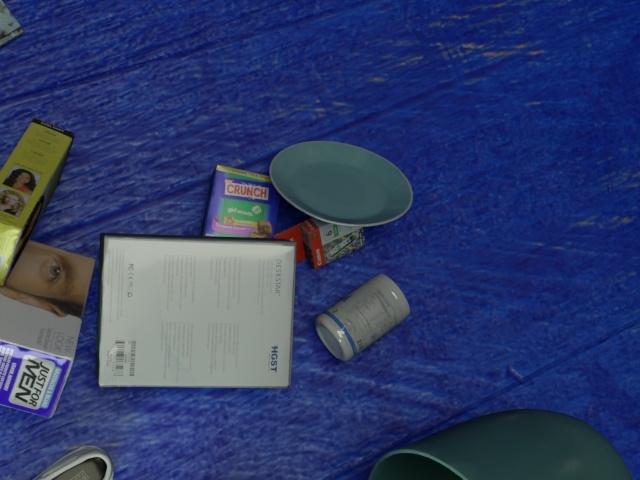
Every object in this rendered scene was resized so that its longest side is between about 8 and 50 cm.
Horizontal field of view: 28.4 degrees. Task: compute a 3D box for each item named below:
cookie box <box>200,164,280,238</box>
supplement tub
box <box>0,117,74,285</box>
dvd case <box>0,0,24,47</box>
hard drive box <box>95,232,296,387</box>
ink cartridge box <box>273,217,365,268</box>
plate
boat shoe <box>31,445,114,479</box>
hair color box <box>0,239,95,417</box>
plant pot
[{"bbox_3d":[-0.102,-0.034,1.621,0.092,0.040,0.107,12,75,-12],"label":"cookie box"},{"bbox_3d":[0.053,0.099,1.616,0.107,0.071,0.071,-35,88,-19],"label":"supplement tub"},{"bbox_3d":[-0.350,-0.050,1.470,0.058,0.087,0.232,21,32,-8],"label":"box"},{"bbox_3d":[-0.446,-0.291,1.605,0.087,0.013,0.119,-35,89,-18],"label":"dvd case"},{"bbox_3d":[-0.153,0.084,1.535,0.232,0.089,0.181,3,92,-13],"label":"hard drive box"},{"bbox_3d":[0.000,0.000,1.627,0.115,0.062,0.029,-25,42,-18],"label":"ink cartridge box"},{"bbox_3d":[0.025,-0.068,1.624,0.188,0.024,0.188,9,37,-7],"label":"plate"},{"bbox_3d":[-0.345,0.331,1.456,0.095,0.084,0.258,44,71,-2],"label":"boat shoe"},{"bbox_3d":[-0.440,0.062,1.427,0.339,0.110,0.185,18,35,-14],"label":"hair color box"},{"bbox_3d":[0.235,0.334,1.508,0.235,0.293,0.293,-24,84,-33],"label":"plant pot"}]
